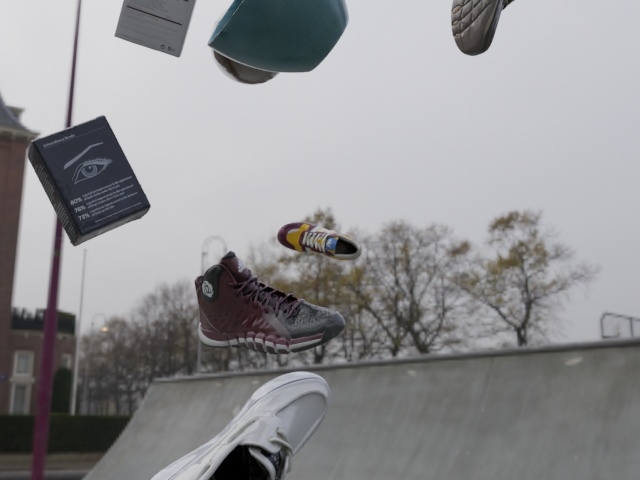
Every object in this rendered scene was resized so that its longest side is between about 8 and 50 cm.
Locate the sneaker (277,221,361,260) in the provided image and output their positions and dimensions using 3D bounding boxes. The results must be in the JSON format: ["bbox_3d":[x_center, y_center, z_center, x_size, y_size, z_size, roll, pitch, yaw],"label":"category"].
[{"bbox_3d":[0.000,0.000,1.653,0.186,0.069,0.084,10,-2,-13],"label":"sneaker"}]

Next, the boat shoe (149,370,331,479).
[{"bbox_3d":[-0.074,0.240,0.849,0.268,0.096,0.088,-27,19,-35],"label":"boat shoe"}]

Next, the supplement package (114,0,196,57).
[{"bbox_3d":[-0.409,-0.648,1.981,0.175,0.292,0.177,16,13,-13],"label":"supplement package"}]

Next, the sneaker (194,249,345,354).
[{"bbox_3d":[-0.102,0.093,1.247,0.281,0.162,0.106,-4,17,29],"label":"sneaker"}]

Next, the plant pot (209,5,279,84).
[{"bbox_3d":[-0.179,-0.499,1.891,0.215,0.215,0.230,0,10,-2],"label":"plant pot"}]

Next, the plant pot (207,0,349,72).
[{"bbox_3d":[-0.060,-0.444,1.493,0.195,0.290,0.290,35,-27,-18],"label":"plant pot"}]

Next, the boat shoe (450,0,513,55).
[{"bbox_3d":[0.398,-0.584,1.727,0.130,0.355,0.132,16,-6,-33],"label":"boat shoe"}]

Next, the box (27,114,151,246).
[{"bbox_3d":[-0.452,-0.116,1.483,0.153,0.207,0.108,-26,0,-28],"label":"box"}]
